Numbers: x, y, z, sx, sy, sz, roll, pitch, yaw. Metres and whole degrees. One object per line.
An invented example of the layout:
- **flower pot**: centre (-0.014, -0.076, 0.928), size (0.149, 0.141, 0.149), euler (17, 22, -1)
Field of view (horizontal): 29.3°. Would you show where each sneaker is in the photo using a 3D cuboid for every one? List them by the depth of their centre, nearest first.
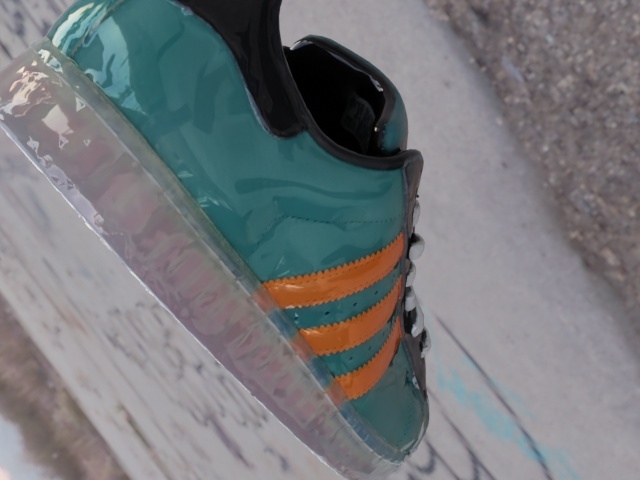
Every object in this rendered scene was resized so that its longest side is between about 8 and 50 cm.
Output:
- **sneaker**: centre (0.000, 0.000, 0.488), size (0.108, 0.121, 0.302), euler (45, 175, 37)
